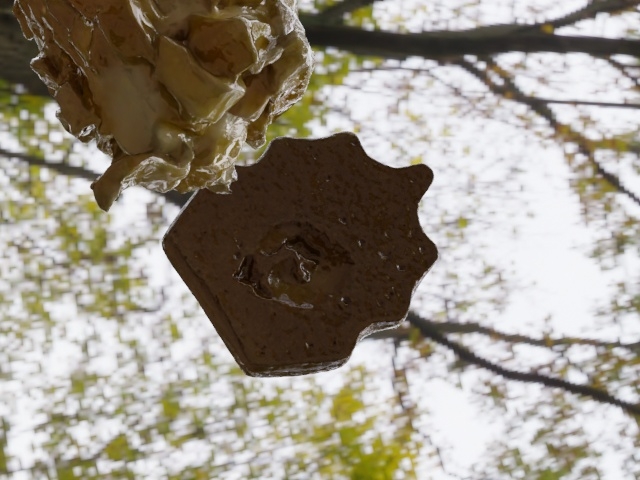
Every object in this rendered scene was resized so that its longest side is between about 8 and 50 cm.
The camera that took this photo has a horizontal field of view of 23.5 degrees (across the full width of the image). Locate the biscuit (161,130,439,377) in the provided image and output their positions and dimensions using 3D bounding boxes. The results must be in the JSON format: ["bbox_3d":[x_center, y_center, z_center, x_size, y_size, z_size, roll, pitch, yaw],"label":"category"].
[{"bbox_3d":[0.000,0.001,1.182,0.182,0.215,0.034,56,-19,10],"label":"biscuit"}]

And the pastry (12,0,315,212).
[{"bbox_3d":[-0.081,-0.117,0.638,0.250,0.102,0.154,69,-28,25],"label":"pastry"}]
